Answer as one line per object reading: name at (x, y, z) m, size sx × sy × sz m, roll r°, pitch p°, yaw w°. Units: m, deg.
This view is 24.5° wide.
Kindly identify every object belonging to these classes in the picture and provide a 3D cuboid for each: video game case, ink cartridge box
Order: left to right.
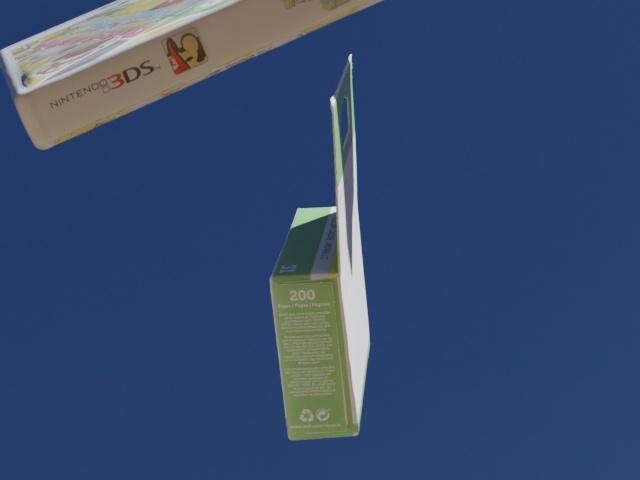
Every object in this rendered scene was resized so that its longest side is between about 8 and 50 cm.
video game case at (-0.036, -0.104, 0.628) m, size 0.206 × 0.227 × 0.026 m, roll -25°, pitch -74°, yaw -8°
ink cartridge box at (0.000, 0.000, 1.045) m, size 0.056 × 0.171 × 0.235 m, roll -4°, pitch -73°, yaw 7°
